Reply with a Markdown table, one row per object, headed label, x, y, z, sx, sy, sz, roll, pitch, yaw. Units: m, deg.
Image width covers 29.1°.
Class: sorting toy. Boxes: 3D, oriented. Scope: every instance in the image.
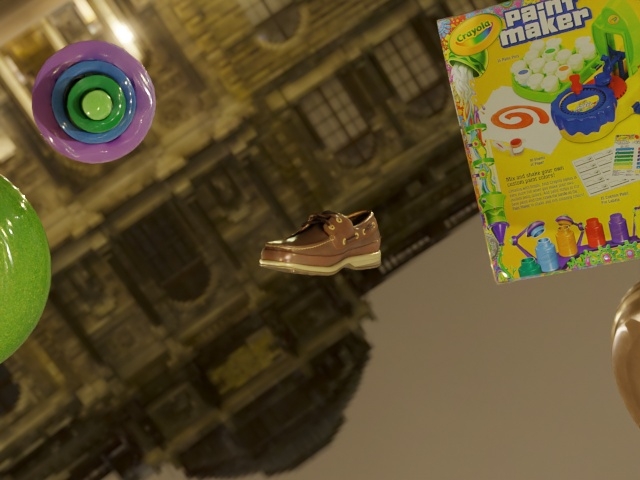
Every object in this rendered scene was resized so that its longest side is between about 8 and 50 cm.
| label | x | y | z | sx | sy | sz | roll | pitch | yaw |
| --- | --- | --- | --- | --- | --- | --- | --- | --- | --- |
| sorting toy | -0.217 | 0.039 | 0.614 | 0.365 | 0.127 | 0.126 | -46 | -168 | -3 |

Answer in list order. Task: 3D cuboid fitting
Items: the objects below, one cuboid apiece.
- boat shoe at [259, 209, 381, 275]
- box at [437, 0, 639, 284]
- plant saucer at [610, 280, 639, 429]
| label | x | y | z | sx | sy | sz | roll | pitch | yaw |
| --- | --- | --- | --- | --- | --- | --- | --- | --- | --- |
| boat shoe | 0.001 | 0.000 | 1.214 | 0.064 | 0.060 | 0.178 | 8 | -171 | 34 |
| box | 0.307 | -0.127 | 1.256 | 0.290 | 0.279 | 0.177 | -11 | -176 | 25 |
| plant saucer | 0.396 | 0.159 | 1.232 | 0.041 | 0.278 | 0.278 | -34 | -166 | -26 |
